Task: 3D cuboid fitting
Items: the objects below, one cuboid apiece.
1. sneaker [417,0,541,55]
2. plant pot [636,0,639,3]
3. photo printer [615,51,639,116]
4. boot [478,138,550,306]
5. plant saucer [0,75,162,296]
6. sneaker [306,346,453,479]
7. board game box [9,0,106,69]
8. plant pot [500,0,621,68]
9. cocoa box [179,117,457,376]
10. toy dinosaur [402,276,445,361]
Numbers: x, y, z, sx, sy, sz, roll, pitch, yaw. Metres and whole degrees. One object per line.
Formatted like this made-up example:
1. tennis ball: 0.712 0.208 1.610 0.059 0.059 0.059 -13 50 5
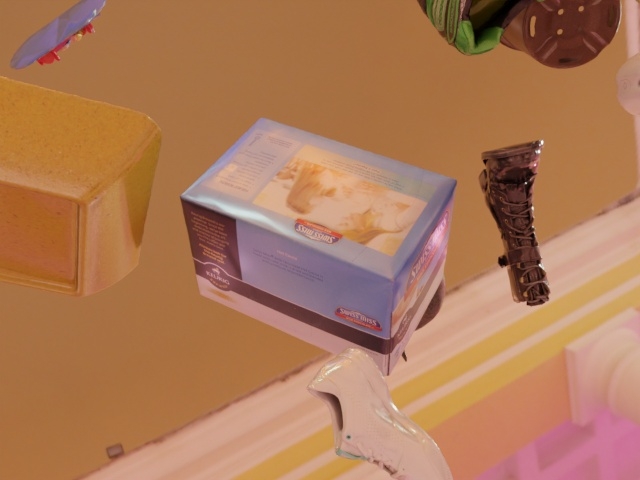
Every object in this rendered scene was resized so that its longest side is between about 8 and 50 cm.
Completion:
1. sneaker: 0.253 -0.352 0.756 0.134 0.146 0.343 4 -40 -33
2. plant pot: 0.602 -0.603 1.209 0.366 0.353 0.366 -3 -38 -3
3. photo printer: 0.583 -0.227 0.910 0.307 0.256 0.107 -8 -83 -19
4. boot: 0.305 -0.017 1.018 0.091 0.263 0.229 -12 -102 7
5. plant saucer: -0.354 -0.042 0.713 0.332 0.333 0.081 13 -122 -13
6. sneaker: 0.063 0.234 0.791 0.094 0.080 0.212 -30 -103 -33
7. board game box: -0.361 -0.286 0.965 0.168 0.133 0.033 -34 -52 4
8. plant pot: 0.319 -0.321 0.932 0.167 0.165 0.167 0 -59 -1
9. cocoa box: 0.000 0.000 1.045 0.231 0.347 0.228 -52 -27 -37
10. toy dinosaur: 0.169 0.080 1.259 0.160 0.121 0.314 -9 -85 0
